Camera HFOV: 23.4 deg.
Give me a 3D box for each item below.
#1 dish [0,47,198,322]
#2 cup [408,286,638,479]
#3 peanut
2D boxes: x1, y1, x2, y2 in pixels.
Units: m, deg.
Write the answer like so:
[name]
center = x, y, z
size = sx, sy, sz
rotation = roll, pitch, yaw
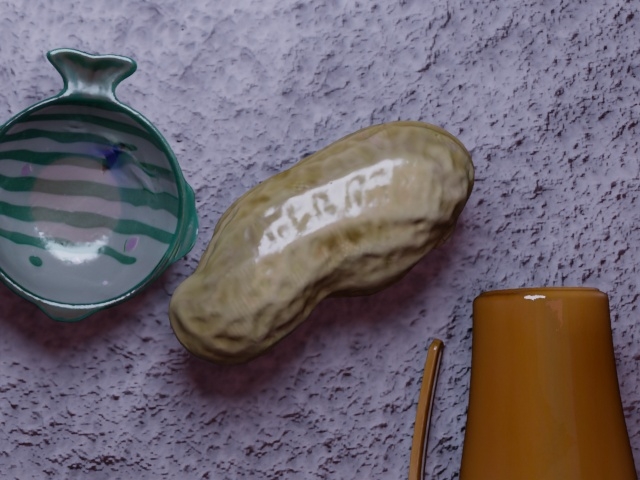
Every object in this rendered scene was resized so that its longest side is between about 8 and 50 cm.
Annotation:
[dish]
center = -0.224, -0.049, 1.430
size = 0.224, 0.078, 0.246
rotation = 6, 90, -12
[cup]
center = 0.195, 0.181, 1.495
size = 0.226, 0.182, 0.263
rotation = -3, 84, 19
[peanut]
center = 0.000, 0.000, 1.452
size = 0.325, 0.140, 0.153
rotation = -37, 115, -8
